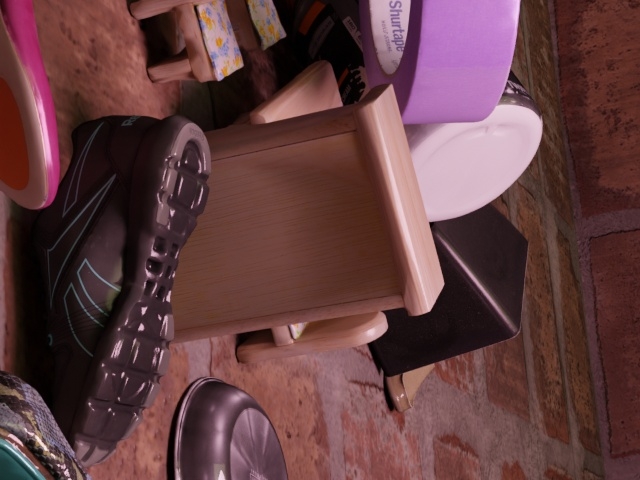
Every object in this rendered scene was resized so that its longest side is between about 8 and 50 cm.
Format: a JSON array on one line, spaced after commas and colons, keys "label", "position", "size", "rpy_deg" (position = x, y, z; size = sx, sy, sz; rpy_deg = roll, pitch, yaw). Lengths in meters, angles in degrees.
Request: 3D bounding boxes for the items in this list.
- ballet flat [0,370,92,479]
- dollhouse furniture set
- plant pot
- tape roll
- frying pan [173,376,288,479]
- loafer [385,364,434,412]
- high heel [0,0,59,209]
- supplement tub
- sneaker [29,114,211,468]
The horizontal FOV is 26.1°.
[{"label": "ballet flat", "position": [-0.132, 0.136, 0.699], "size": [0.070, 0.070, 0.188], "rpy_deg": [-77, 154, -47]}, {"label": "dollhouse furniture set", "position": [-0.004, -0.069, 1.244], "size": [0.394, 0.256, 0.362], "rpy_deg": [-51, 128, -64]}, {"label": "plant pot", "position": [0.130, 0.027, 1.700], "size": [0.167, 0.188, 0.187], "rpy_deg": [53, 31, -26]}, {"label": "tape roll", "position": [0.104, -0.246, 1.283], "size": [0.275, 0.090, 0.275], "rpy_deg": [178, -90, -80]}, {"label": "frying pan", "position": [-0.082, 0.261, 1.189], "size": [0.326, 0.053, 0.197], "rpy_deg": [-82, 153, -47]}, {"label": "loafer", "position": [0.117, 0.158, 1.763], "size": [0.148, 0.050, 0.056], "rpy_deg": [-77, 150, -48]}, {"label": "high heel", "position": [-0.215, -0.145, 0.970], "size": [0.117, 0.082, 0.244], "rpy_deg": [-26, 93, -59]}, {"label": "supplement tub", "position": [0.092, -0.190, 1.534], "size": [0.316, 0.193, 0.193], "rpy_deg": [60, 8, 32]}, {"label": "sneaker", "position": [-0.161, 0.033, 1.019], "size": [0.101, 0.106, 0.267], "rpy_deg": [37, 67, -69]}]
